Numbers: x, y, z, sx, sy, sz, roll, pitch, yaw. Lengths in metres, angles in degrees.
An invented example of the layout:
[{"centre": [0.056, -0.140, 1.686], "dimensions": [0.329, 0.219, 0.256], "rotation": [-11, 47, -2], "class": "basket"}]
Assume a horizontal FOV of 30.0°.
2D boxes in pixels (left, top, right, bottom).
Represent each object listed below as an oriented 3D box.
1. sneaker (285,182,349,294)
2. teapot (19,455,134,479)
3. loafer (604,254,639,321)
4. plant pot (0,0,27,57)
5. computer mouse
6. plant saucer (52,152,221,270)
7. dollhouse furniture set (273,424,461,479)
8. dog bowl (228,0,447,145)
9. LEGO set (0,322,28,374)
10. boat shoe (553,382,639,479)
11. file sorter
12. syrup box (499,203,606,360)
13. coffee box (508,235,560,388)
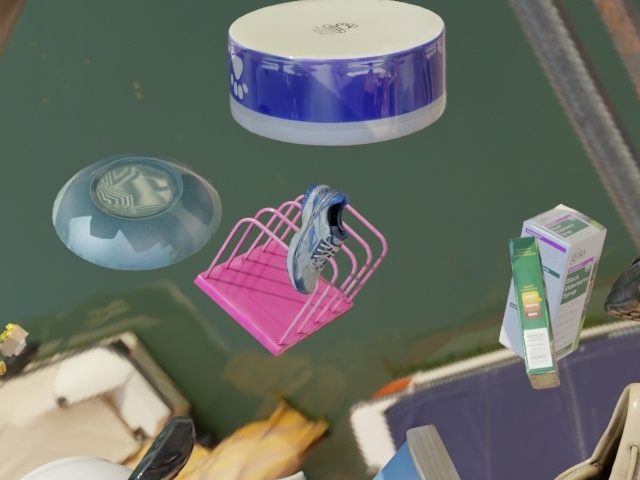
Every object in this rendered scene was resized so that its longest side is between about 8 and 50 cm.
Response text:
[{"centre": [0.000, 0.000, 1.418], "dimensions": [0.058, 0.052, 0.135], "rotation": [10, 87, 33], "class": "sneaker"}, {"centre": [-0.286, 0.346, 1.421], "dimensions": [0.187, 0.253, 0.256], "rotation": [56, 165, 42], "class": "teapot"}, {"centre": [0.435, 0.059, 1.582], "dimensions": [0.076, 0.078, 0.223], "rotation": [14, 165, -2], "class": "loafer"}, {"centre": [-0.401, -0.247, 1.094], "dimensions": [0.323, 0.323, 0.280], "rotation": [5, 83, 36], "class": "plant pot"}, {"centre": [-0.200, 0.286, 1.260], "dimensions": [0.041, 0.242, 0.071], "rotation": [39, 151, -7], "class": "computer mouse"}, {"centre": [-0.211, -0.048, 1.373], "dimensions": [0.195, 0.195, 0.037], "rotation": [26, 139, 21], "class": "plant saucer"}, {"centre": [0.040, 0.426, 1.645], "dimensions": [0.286, 0.303, 0.198], "rotation": [64, 144, 29], "class": "dollhouse furniture set"}, {"centre": [0.021, -0.210, 1.447], "dimensions": [0.265, 0.265, 0.104], "rotation": [15, 121, 30], "class": "dog bowl"}, {"centre": [-0.587, 0.238, 1.894], "dimensions": [0.107, 0.132, 0.287], "rotation": [34, 102, 4], "class": "LEGO set"}, {"centre": [0.264, 0.255, 1.126], "dimensions": [0.110, 0.121, 0.341], "rotation": [18, 127, -3], "class": "boat shoe"}, {"centre": [-0.040, 0.040, 2.173], "dimensions": [0.202, 0.291, 0.182], "rotation": [41, 118, 13], "class": "file sorter"}, {"centre": [0.364, 0.073, 1.886], "dimensions": [0.096, 0.093, 0.236], "rotation": [33, 130, 35], "class": "syrup box"}, {"centre": [0.281, 0.095, 1.574], "dimensions": [0.040, 0.184, 0.113], "rotation": [-9, 161, 11], "class": "coffee box"}]
